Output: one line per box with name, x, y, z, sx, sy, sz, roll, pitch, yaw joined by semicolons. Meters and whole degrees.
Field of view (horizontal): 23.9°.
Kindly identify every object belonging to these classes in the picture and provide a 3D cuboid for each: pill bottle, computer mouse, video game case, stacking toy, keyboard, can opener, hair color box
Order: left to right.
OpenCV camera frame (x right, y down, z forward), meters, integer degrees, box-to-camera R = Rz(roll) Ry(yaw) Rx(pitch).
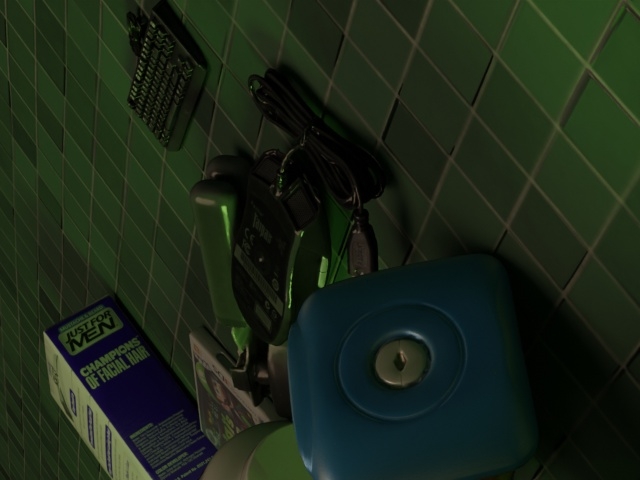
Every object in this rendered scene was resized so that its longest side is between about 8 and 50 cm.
hair color box;-0.214;0.253;1.900;0.339;0.110;0.185;49;155;21
keyboard;-0.155;-0.158;1.411;0.108;0.023;0.180;56;155;11
video game case;-0.087;0.211;1.701;0.173;0.022;0.190;44;152;33
can opener;-0.058;0.046;1.417;0.093;0.074;0.280;4;130;21
pill bottle;-0.051;0.293;1.510;0.181;0.181;0.323;55;152;12
computer mouse;0.000;0.000;1.245;0.184;0.060;0.262;46;141;39
stacking toy;0.093;0.157;1.147;0.302;0.165;0.175;62;-162;-55
